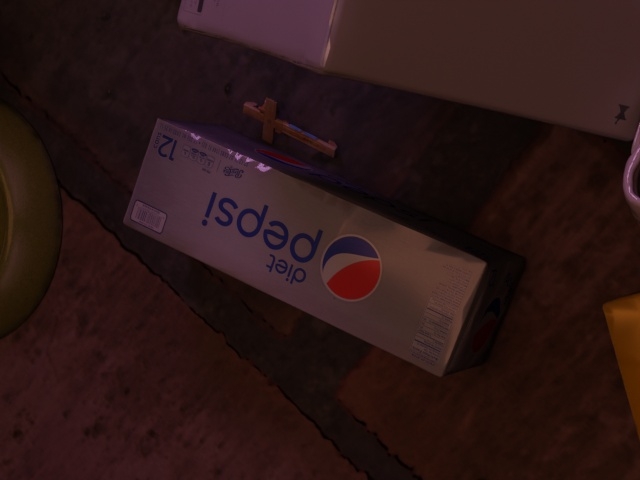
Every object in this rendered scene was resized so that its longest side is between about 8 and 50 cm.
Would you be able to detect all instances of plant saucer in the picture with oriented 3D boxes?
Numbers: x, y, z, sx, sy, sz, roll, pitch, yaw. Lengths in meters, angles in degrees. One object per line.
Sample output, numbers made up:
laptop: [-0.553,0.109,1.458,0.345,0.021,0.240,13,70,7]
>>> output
plant saucer: [-0.341,-0.020,1.169,0.241,0.037,0.241,1,93,25]

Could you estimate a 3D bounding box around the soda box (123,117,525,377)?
soda box: [0.000,0.000,0.971,0.286,0.098,0.091,24,101,22]

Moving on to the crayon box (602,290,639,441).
crayon box: [0.378,0.172,0.790,0.313,0.106,0.363,-17,84,25]

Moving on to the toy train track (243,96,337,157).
toy train track: [-0.022,-0.090,1.021,0.083,0.014,0.048,28,144,13]

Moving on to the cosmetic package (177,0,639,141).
cosmetic package: [0.062,-0.163,0.816,0.225,0.224,0.138,31,110,59]

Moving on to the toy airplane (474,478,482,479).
toy airplane: [0.079,0.238,0.982,0.151,0.028,0.151,0,91,25]

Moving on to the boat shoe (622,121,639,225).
boat shoe: [0.260,-0.126,0.762,0.098,0.096,0.277,23,88,34]
